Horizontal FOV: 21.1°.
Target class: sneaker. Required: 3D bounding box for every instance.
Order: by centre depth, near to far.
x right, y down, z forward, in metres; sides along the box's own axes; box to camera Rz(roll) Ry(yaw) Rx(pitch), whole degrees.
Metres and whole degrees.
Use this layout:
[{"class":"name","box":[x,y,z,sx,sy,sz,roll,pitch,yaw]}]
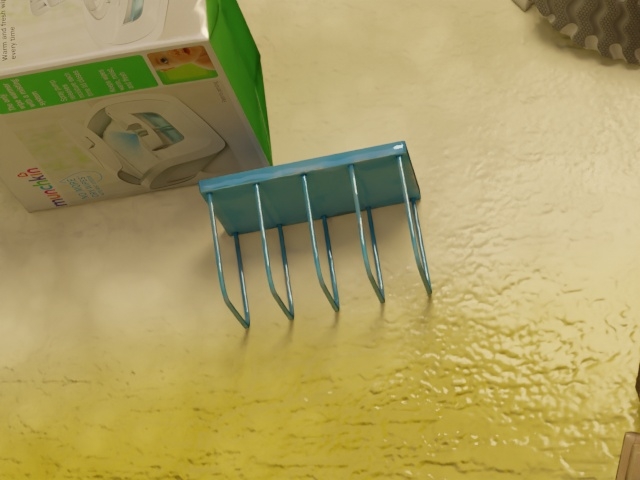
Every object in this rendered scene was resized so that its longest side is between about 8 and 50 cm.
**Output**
[{"class":"sneaker","box":[0.318,-0.219,1.466,0.281,0.105,0.115,6,58,3]}]

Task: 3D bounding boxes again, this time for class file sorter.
[{"class":"file sorter","box":[0.000,0.000,1.416,0.170,0.118,0.104,-10,71,6]}]

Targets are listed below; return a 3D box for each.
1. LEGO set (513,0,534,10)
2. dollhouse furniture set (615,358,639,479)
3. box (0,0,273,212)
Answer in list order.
[{"class":"LEGO set","box":[0.235,-0.317,1.507,0.227,0.093,0.087,-39,68,-6]},{"class":"dollhouse furniture set","box":[0.412,0.041,1.370,0.303,0.174,0.355,11,101,1]},{"class":"box","box":[-0.179,-0.143,1.424,0.231,0.262,0.126,-9,68,5]}]
